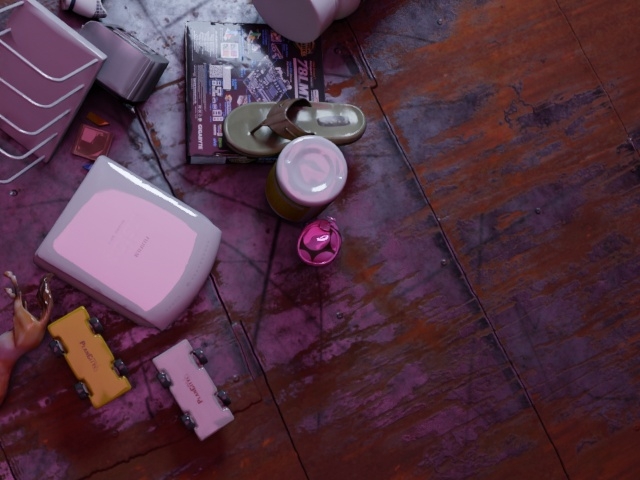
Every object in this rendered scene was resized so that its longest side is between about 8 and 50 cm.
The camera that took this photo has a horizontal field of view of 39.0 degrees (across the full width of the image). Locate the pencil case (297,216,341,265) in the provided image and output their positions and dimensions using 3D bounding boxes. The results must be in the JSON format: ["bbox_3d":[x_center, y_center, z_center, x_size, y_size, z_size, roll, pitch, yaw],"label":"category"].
[{"bbox_3d":[0.000,0.000,1.806,0.095,0.209,0.098,31,93,-1],"label":"pencil case"}]

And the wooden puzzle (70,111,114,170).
[{"bbox_3d":[-0.466,-0.199,1.849,0.078,0.014,0.116,23,77,-2],"label":"wooden puzzle"}]

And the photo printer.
[{"bbox_3d":[-0.366,0.015,1.784,0.307,0.107,0.256,32,77,-4],"label":"photo printer"}]

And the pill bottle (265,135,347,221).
[{"bbox_3d":[-0.037,-0.112,1.798,0.136,0.245,0.137,2,80,-11],"label":"pill bottle"}]

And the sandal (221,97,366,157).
[{"bbox_3d":[-0.051,-0.245,1.816,0.302,0.086,0.120,-9,70,-14],"label":"sandal"}]

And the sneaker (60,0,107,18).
[{"bbox_3d":[-0.474,-0.577,1.881,0.094,0.090,0.235,12,82,-22],"label":"sneaker"}]

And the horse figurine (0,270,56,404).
[{"bbox_3d":[-0.587,0.175,1.704,0.263,0.066,0.174,-43,69,11],"label":"horse figurine"}]

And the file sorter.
[{"bbox_3d":[-0.570,-0.275,1.684,0.192,0.278,0.173,37,31,-4],"label":"file sorter"}]

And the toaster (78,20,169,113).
[{"bbox_3d":[-0.399,-0.351,1.797,0.185,0.168,0.110,35,101,-3],"label":"toaster"}]

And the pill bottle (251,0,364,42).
[{"bbox_3d":[0.040,-0.604,1.878,0.224,0.224,0.392,42,67,-2],"label":"pill bottle"}]

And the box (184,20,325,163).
[{"bbox_3d":[-0.137,-0.309,1.900,0.293,0.073,0.296,-1,81,-12],"label":"box"}]

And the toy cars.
[{"bbox_3d":[-0.349,0.260,1.763,0.393,0.087,0.177,20,80,-11],"label":"toy cars"}]
